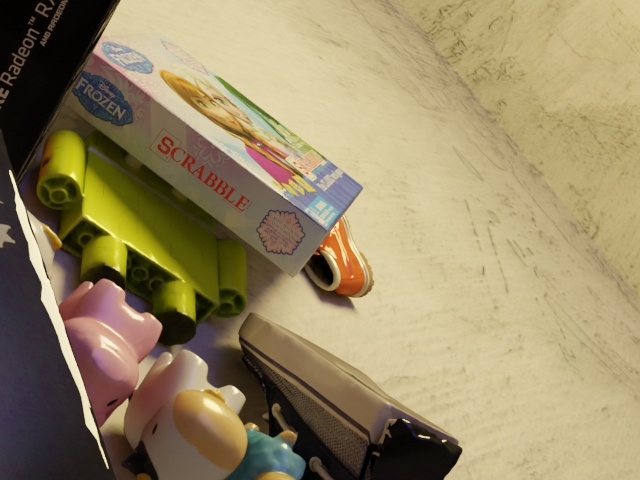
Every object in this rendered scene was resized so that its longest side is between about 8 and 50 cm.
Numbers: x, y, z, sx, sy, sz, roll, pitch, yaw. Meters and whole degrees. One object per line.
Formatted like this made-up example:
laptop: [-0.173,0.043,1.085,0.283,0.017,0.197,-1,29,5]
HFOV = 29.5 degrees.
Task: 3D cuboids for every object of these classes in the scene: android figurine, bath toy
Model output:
android figurine: [-0.175,-0.018,1.210,0.248,0.056,0.273,36,26,-25]
bath toy: [-0.169,0.107,0.927,0.348,0.129,0.151,43,-22,-16]

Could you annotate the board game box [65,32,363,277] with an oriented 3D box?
board game box: [-0.111,-0.109,1.337,0.318,0.066,0.319,37,13,0]

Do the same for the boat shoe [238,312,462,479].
boat shoe: [-0.018,0.181,1.094,0.127,0.158,0.340,31,-2,-25]

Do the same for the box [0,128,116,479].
box: [-0.274,0.093,0.557,0.296,0.183,0.294,1,47,-35]

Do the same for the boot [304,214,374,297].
boot: [0.000,0.000,1.499,0.084,0.059,0.158,3,49,-54]

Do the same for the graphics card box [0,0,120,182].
graphics card box: [-0.220,-0.196,1.006,0.094,0.371,0.233,30,26,-13]
